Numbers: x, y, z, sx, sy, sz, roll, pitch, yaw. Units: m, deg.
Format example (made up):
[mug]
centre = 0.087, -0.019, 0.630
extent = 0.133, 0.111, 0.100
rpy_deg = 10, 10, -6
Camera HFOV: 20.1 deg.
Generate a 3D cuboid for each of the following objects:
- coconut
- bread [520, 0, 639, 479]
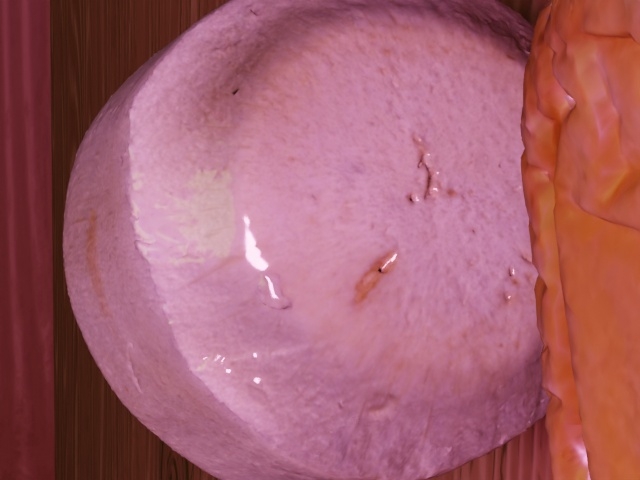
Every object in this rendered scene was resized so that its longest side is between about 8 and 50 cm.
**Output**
[coconut]
centre = 0.000, 0.000, 0.844
extent = 0.266, 0.237, 0.237
rpy_deg = 150, 116, -74
[bread]
centre = 0.144, 0.003, 0.499
extent = 0.274, 0.149, 0.274
rpy_deg = 173, 90, -68
